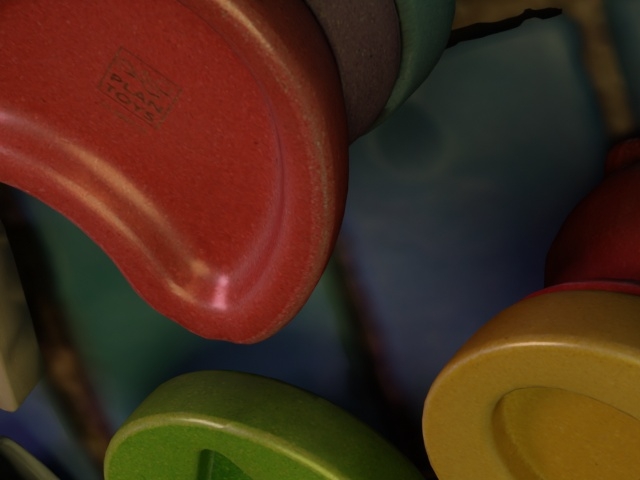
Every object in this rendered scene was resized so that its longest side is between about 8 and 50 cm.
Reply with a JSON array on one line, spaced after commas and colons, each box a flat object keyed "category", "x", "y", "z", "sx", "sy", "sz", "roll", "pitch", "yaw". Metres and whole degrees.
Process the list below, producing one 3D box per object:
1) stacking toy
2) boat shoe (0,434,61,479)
[{"category": "stacking toy", "x": 0.000, "y": 0.000, "z": 0.571, "sx": 0.309, "sy": 0.130, "sz": 0.279, "roll": 41, "pitch": 141, "yaw": -11}, {"category": "boat shoe", "x": -0.074, "y": 0.170, "z": 0.653, "sx": 0.076, "sy": 0.083, "sz": 0.226, "roll": -39, "pitch": 106, "yaw": 25}]
